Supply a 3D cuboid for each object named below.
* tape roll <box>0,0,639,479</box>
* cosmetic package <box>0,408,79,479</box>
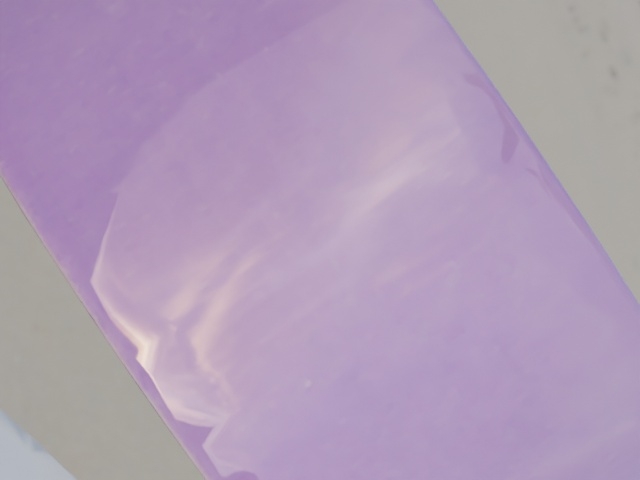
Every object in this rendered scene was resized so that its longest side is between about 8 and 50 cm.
[{"bbox_3d":[0.000,0.000,0.415,0.189,0.080,0.189,56,-1,1],"label":"tape roll"},{"bbox_3d":[-0.172,0.129,0.594,0.225,0.138,0.224,52,14,-33],"label":"cosmetic package"}]
